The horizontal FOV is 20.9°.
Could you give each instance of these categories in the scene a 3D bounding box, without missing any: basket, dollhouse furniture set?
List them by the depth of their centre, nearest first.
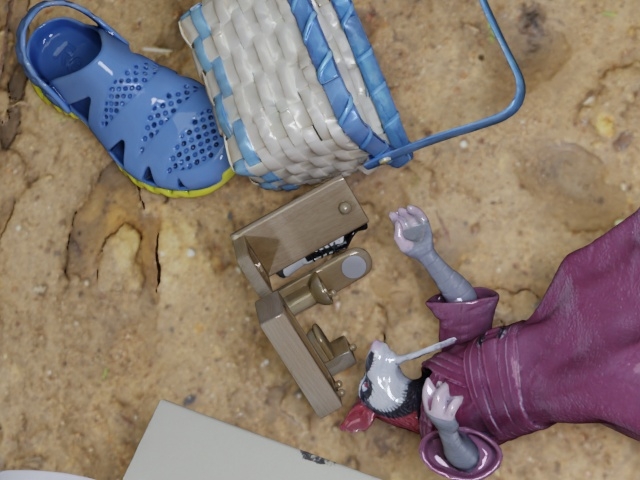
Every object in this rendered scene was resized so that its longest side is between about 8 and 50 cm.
[{"bbox_3d":[0.010,0.050,1.625,0.123,0.144,0.151,-29,24,5],"label":"dollhouse furniture set"},{"bbox_3d":[0.029,-0.191,1.680,0.289,0.201,0.255,-23,75,20],"label":"basket"}]

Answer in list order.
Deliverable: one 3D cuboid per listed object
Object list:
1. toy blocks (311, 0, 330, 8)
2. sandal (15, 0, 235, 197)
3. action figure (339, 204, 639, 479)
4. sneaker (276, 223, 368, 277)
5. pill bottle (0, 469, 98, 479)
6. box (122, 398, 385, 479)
[{"bbox_3d":[-0.038,-0.273,1.838,0.123,0.054,0.148,11,72,23],"label":"toy blocks"},{"bbox_3d":[-0.210,-0.153,1.801,0.317,0.138,0.126,30,78,27],"label":"sandal"},{"bbox_3d":[0.188,0.114,1.540,0.370,0.276,0.248,-19,43,33],"label":"action figure"},{"bbox_3d":[0.000,0.000,1.710,0.109,0.040,0.044,-43,62,-2],"label":"sneaker"},{"bbox_3d":[-0.262,0.384,1.548,0.188,0.188,0.334,-2,67,19],"label":"pill bottle"},{"bbox_3d":[-0.033,0.240,1.575,0.275,0.113,0.094,18,74,24],"label":"box"}]
